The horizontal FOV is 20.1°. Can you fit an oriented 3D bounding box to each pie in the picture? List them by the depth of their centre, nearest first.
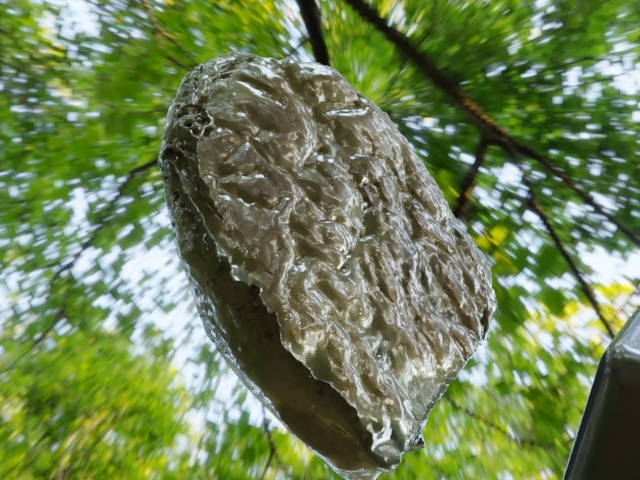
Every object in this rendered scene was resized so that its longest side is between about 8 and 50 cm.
[{"bbox_3d":[0.003,-0.002,0.783,0.052,0.218,0.185,-30,-82,29],"label":"pie"}]

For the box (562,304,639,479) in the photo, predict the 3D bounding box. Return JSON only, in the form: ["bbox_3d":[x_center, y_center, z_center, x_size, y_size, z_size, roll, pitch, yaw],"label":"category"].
[{"bbox_3d":[0.102,0.146,0.662,0.055,0.103,0.243,19,-74,15],"label":"box"}]
